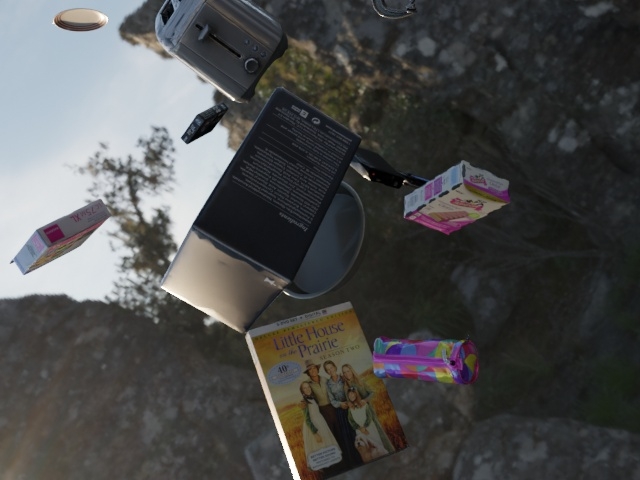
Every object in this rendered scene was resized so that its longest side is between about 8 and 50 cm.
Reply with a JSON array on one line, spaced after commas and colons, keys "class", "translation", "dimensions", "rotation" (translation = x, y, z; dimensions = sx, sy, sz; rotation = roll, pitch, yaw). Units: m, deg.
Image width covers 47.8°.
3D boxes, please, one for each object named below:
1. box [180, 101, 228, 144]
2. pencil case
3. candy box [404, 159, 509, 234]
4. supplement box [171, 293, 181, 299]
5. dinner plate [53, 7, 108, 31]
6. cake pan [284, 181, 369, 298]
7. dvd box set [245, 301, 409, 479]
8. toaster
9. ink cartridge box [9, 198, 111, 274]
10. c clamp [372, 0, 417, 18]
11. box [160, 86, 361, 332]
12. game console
[{"class": "box", "translation": [-0.211, -0.214, 1.317], "dimensions": [0.067, 0.018, 0.083], "rotation": [-44, 0, 37]}, {"class": "pencil case", "translation": [0.221, 0.253, 1.538], "dimensions": [0.236, 0.104, 0.104], "rotation": [-6, 42, 40]}, {"class": "candy box", "translation": [0.349, -0.105, 1.867], "dimensions": [0.233, 0.159, 0.071], "rotation": [-34, 44, 51]}, {"class": "supplement box", "translation": [-0.380, 0.125, 2.070], "dimensions": [0.099, 0.036, 0.062], "rotation": [-21, 52, 34]}, {"class": "dinner plate", "translation": [-0.643, -0.595, 1.938], "dimensions": [0.141, 0.141, 0.017], "rotation": [116, 147, -83]}, {"class": "cake pan", "translation": [0.000, 0.000, 1.697], "dimensions": [0.054, 0.293, 0.293], "rotation": [25, -83, -45]}, {"class": "dvd box set", "translation": [0.015, 0.392, 1.888], "dimensions": [0.308, 0.420, 0.062], "rotation": [-13, -22, -20]}, {"class": "toaster", "translation": [-0.146, -0.301, 1.033], "dimensions": [0.129, 0.146, 0.227], "rotation": [-50, 28, 15]}, {"class": "ink cartridge box", "translation": [-0.679, 0.001, 1.871], "dimensions": [0.186, 0.065, 0.311], "rotation": [-34, 6, -39]}, {"class": "c clamp", "translation": [0.161, -0.498, 1.381], "dimensions": [0.022, 0.137, 0.160], "rotation": [-48, -26, -49]}, {"class": "box", "translation": [-0.123, -0.058, 1.490], "dimensions": [0.293, 0.212, 0.395], "rotation": [-48, 14, 55]}, {"class": "game console", "translation": [0.241, -0.195, 2.135], "dimensions": [0.043, 0.362, 0.213], "rotation": [-67, 26, 19]}]
